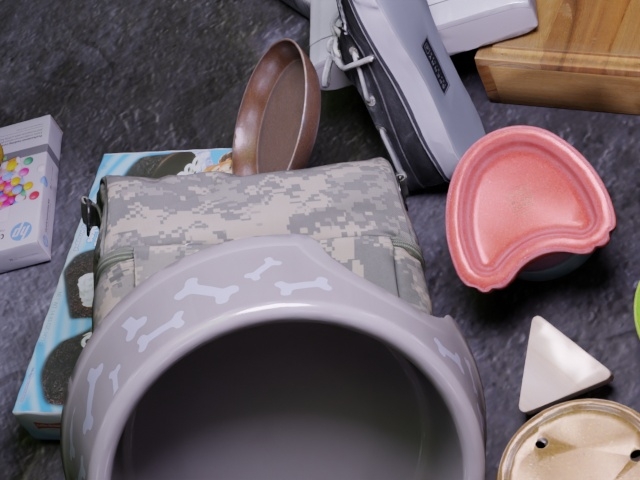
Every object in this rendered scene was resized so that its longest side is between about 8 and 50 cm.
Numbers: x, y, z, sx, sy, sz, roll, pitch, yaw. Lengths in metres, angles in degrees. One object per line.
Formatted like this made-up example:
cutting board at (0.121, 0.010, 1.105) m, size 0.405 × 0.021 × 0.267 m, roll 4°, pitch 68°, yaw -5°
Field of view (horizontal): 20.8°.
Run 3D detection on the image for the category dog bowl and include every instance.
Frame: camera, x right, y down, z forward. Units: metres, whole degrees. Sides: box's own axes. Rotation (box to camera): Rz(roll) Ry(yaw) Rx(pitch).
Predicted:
dog bowl at (-0.029, 0.174, 1.370) m, size 0.348 × 0.349 × 0.102 m, roll -26°, pitch 21°, yaw 2°

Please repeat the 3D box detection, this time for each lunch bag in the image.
lunch bag at (-0.055, 0.043, 1.542) m, size 0.305 × 0.213 × 0.256 m, roll -3°, pitch 52°, yaw -7°

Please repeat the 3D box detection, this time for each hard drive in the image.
hard drive at (0.103, -0.323, 1.844) m, size 0.233 × 0.047 × 0.353 m, roll -15°, pitch 46°, yaw 18°

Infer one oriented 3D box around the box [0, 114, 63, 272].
box at (-0.359, -0.043, 1.908) m, size 0.145 × 0.038 × 0.186 m, roll -14°, pitch 50°, yaw 14°

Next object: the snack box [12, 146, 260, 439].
snack box at (-0.167, 0.049, 1.731) m, size 0.187 × 0.060 × 0.322 m, roll -1°, pitch 52°, yaw 21°

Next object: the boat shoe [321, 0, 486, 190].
boat shoe at (0.056, -0.185, 1.672) m, size 0.105 × 0.306 × 0.113 m, roll -14°, pitch 29°, yaw 30°

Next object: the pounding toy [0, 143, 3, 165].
pounding toy at (-0.403, -0.075, 1.878) m, size 0.183 × 0.110 × 0.237 m, roll -56°, pitch 21°, yaw -8°

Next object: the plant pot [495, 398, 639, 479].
plant pot at (0.219, 0.233, 1.281) m, size 0.237 × 0.254 × 0.237 m, roll -11°, pitch 50°, yaw 14°

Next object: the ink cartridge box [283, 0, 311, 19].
ink cartridge box at (0.070, -0.327, 1.940) m, size 0.232 × 0.066 × 0.189 m, roll -44°, pitch 49°, yaw -9°

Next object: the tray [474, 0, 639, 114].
tray at (0.325, -0.312, 1.802) m, size 0.202 × 0.076 × 0.411 m, roll 8°, pitch 57°, yaw 29°

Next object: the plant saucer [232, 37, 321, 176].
plant saucer at (-0.040, -0.111, 1.694) m, size 0.029 × 0.168 × 0.168 m, roll 11°, pitch 44°, yaw -23°

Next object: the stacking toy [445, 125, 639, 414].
stacking toy at (0.283, 0.012, 1.569) m, size 0.309 × 0.130 × 0.280 m, roll -14°, pitch 75°, yaw 17°
